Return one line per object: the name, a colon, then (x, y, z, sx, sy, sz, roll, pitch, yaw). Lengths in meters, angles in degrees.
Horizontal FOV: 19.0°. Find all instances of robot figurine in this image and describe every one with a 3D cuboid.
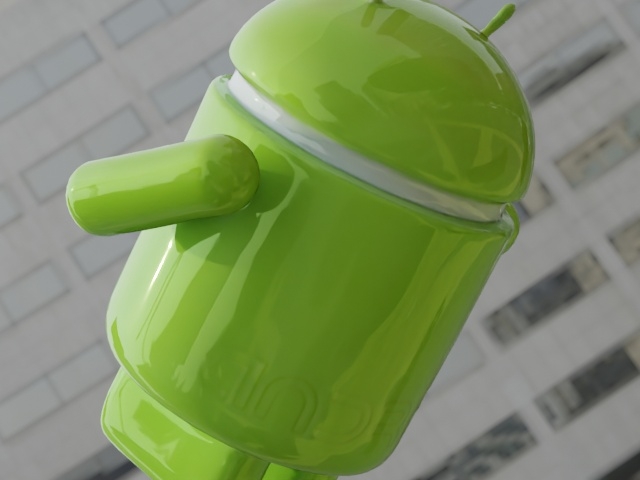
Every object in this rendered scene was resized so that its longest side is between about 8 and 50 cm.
robot figurine: (0.000, 0.000, 0.383, 0.101, 0.067, 0.115, 8, -67, -49)
